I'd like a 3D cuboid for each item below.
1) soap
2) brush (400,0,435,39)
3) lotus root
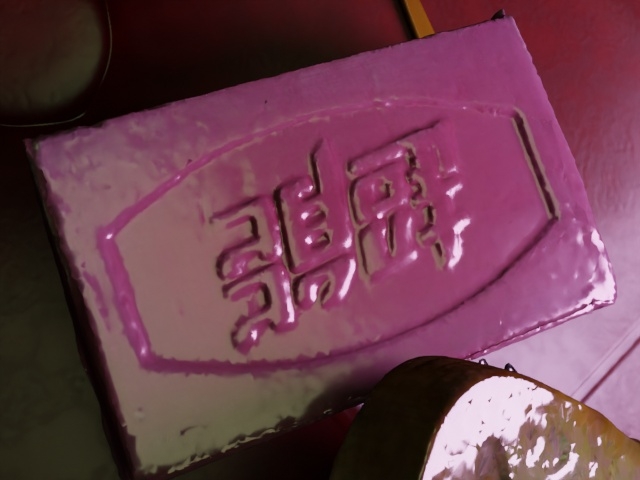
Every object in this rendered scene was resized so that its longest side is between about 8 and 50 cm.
[{"bbox_3d":[0.000,0.000,0.608,0.359,0.128,0.233,-18,84,-18],"label":"soap"},{"bbox_3d":[0.065,-0.230,0.728,0.043,0.014,0.170,-20,85,-15],"label":"brush"},{"bbox_3d":[0.104,0.247,0.514,0.390,0.111,0.375,-27,106,-36],"label":"lotus root"}]
